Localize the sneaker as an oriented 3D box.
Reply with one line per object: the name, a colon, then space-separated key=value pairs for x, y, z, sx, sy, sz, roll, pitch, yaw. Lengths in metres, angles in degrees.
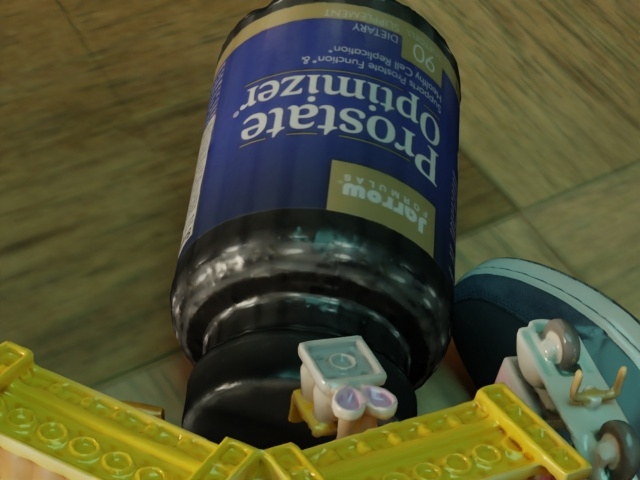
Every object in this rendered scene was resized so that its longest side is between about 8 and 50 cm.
sneaker: x=0.088 y=0.110 z=0.579 sx=0.163 sy=0.086 sz=0.226 roll=-21 pitch=58 yaw=-33

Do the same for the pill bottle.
pill bottle: x=0.000 y=0.000 z=0.630 sx=0.123 sy=0.123 sz=0.219 roll=11 pitch=49 yaw=-5

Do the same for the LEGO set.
LEGO set: x=-0.033 y=0.094 z=0.464 sx=0.287 sy=0.107 sz=0.132 roll=2 pitch=31 yaw=-12

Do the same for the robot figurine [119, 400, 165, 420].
robot figurine: x=-0.146 y=0.174 z=0.459 sx=0.211 sy=0.085 sz=0.291 roll=13 pitch=46 yaw=-2
